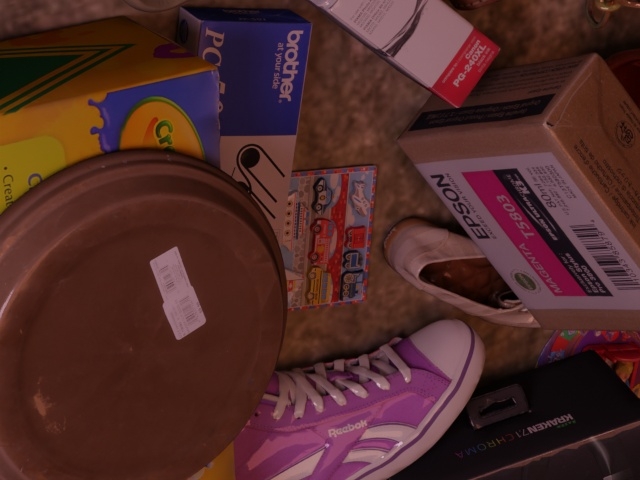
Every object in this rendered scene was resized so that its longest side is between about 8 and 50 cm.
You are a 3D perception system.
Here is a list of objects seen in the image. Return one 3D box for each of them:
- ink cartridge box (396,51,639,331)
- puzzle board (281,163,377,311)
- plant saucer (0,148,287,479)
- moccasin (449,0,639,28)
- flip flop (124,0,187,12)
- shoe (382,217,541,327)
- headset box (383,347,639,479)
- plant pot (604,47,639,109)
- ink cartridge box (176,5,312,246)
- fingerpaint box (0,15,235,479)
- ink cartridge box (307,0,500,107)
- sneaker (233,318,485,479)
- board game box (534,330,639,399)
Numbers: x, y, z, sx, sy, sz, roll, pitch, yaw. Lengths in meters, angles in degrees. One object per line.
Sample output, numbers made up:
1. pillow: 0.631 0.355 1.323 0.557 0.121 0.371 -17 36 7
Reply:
1. ink cartridge box: 0.203 -0.032 1.404 0.234 0.193 0.088 49 63 -22
2. puzzle board: 0.000 0.000 1.461 0.096 0.011 0.128 -7 114 -24
3. plant saucer: -0.135 0.073 1.209 0.278 0.041 0.278 -14 117 -30
4. moccasin: 0.270 -0.250 1.419 0.380 0.139 0.147 -22 112 -27
5. flip flop: -0.037 -0.264 1.280 0.277 0.080 0.112 -37 123 -8
6. shoe: 0.153 0.039 1.526 0.219 0.058 0.076 17 104 -31
7. headset box: 0.183 0.264 1.585 0.246 0.131 0.283 -18 119 -10
8. plant pot: 0.408 -0.077 1.495 0.265 0.272 0.272 -23 121 -25
9. ink cartridge box: -0.072 -0.080 1.368 0.097 0.046 0.207 -2 113 -27
10. fingerpaint box: -0.260 0.093 1.262 0.371 0.163 0.444 -17 119 -28
11. ink cartridge box: 0.051 -0.180 1.345 0.150 0.109 0.063 34 95 -34
12. sneaker: 0.005 0.136 1.473 0.282 0.102 0.161 -39 121 -6
13. board game box: 0.280 0.136 1.650 0.133 0.033 0.168 -42 123 -4
